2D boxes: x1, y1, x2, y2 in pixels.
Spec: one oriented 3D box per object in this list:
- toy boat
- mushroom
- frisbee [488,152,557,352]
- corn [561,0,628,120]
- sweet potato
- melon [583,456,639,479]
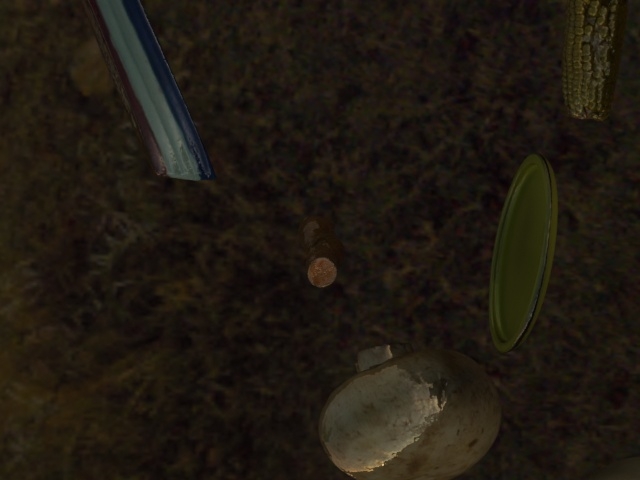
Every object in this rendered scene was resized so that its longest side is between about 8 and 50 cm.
[{"bbox_3d":[-0.143,-0.145,0.882,0.229,0.045,0.080,68,163,6],"label":"toy boat"},{"bbox_3d":[0.135,0.215,1.531,0.189,0.253,0.195,-40,54,38],"label":"mushroom"},{"bbox_3d":[0.234,0.015,1.327,0.236,0.017,0.236,-171,90,-86],"label":"frisbee"},{"bbox_3d":[0.385,-0.327,1.587,0.097,0.097,0.320,21,112,52],"label":"corn"},{"bbox_3d":[0.000,0.000,1.839,0.281,0.067,0.059,-104,9,-70],"label":"sweet potato"},{"bbox_3d":[0.483,0.431,1.687,0.317,0.223,0.223,132,136,-71],"label":"melon"}]
